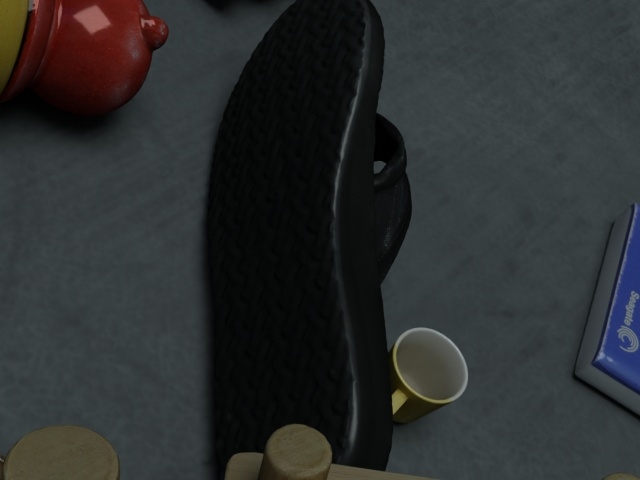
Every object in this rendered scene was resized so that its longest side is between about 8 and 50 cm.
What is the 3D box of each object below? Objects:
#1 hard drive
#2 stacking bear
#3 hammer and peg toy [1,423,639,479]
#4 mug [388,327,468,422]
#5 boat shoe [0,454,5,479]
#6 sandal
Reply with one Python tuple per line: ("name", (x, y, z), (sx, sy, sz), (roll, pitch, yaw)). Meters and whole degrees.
("hard drive", (0.397, 0.124, 0.998), (0.319, 0.040, 0.210), (32, 49, -5))
("stacking bear", (-0.259, -0.169, 0.779), (0.289, 0.175, 0.164), (10, 51, -31))
("hammer and peg toy", (0.009, 0.223, 0.528), (0.361, 0.127, 0.266), (9, 39, -5))
("mug", (0.063, 0.108, 0.812), (0.078, 0.064, 0.062), (-3, 60, -30))
("boat shoe", (-0.227, 0.120, 0.646), (0.183, 0.066, 0.066), (30, 47, -7))
("sandal", (-0.002, 0.002, 0.817), (0.107, 0.167, 0.445), (30, 51, -41))
